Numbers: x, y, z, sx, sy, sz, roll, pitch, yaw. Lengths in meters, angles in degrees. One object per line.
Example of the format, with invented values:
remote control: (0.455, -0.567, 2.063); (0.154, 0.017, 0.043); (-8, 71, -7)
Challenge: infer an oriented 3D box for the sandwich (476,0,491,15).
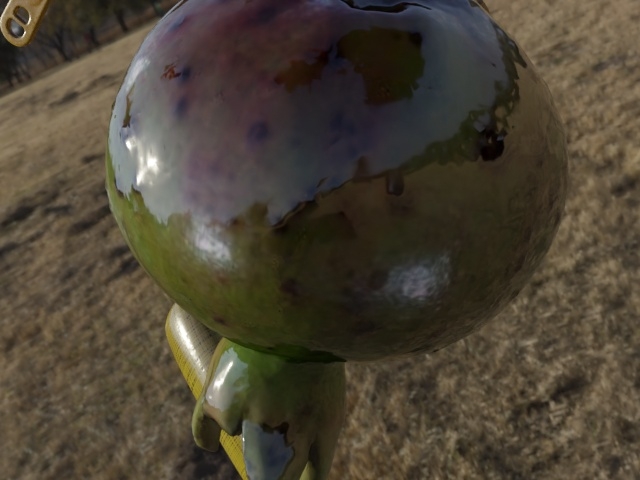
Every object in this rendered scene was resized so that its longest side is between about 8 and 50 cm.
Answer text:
sandwich: (0.172, -0.204, 1.041); (0.090, 0.245, 0.088); (16, 23, 31)

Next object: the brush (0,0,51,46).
brush: (-0.255, -0.295, 0.800); (0.272, 0.103, 0.013); (-46, 4, 34)

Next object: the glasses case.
glasses case: (-0.072, 0.146, 0.749); (0.064, 0.234, 0.079); (-13, -32, -43)

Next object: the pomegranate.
pomegranate: (0.017, -0.003, 0.459); (0.242, 0.306, 0.242); (-8, 27, 4)
